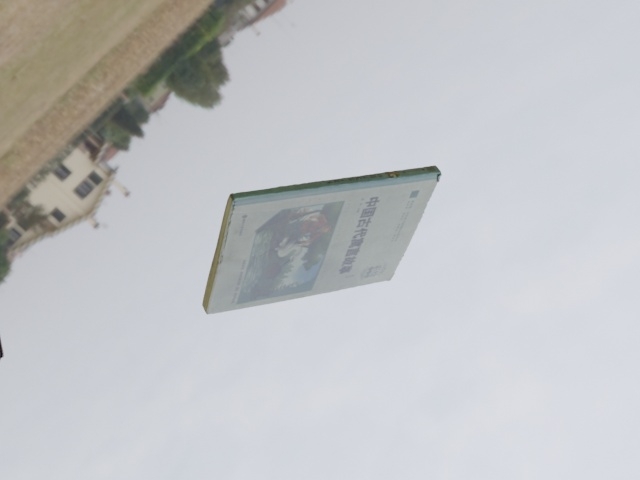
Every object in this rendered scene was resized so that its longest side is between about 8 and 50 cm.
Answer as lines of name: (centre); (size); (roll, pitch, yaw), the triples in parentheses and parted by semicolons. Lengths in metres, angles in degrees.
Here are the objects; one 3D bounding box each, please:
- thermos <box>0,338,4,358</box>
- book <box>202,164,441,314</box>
thermos: (-0.505, 0.142, 1.014); (0.232, 0.098, 0.124); (106, -29, -47)
book: (0.000, 0.000, 0.899); (0.282, 0.025, 0.215); (-10, 143, -27)
